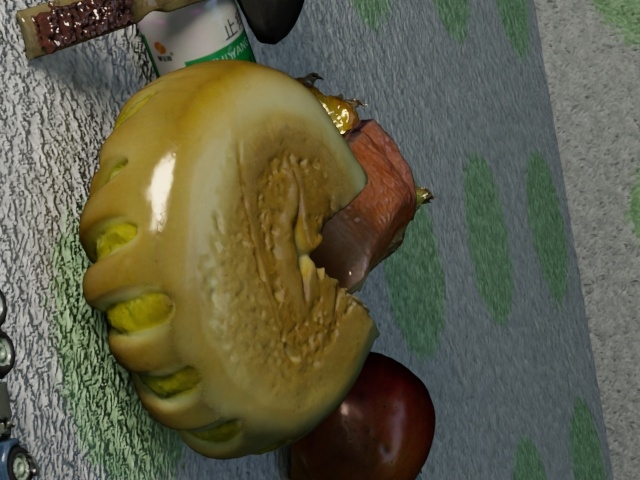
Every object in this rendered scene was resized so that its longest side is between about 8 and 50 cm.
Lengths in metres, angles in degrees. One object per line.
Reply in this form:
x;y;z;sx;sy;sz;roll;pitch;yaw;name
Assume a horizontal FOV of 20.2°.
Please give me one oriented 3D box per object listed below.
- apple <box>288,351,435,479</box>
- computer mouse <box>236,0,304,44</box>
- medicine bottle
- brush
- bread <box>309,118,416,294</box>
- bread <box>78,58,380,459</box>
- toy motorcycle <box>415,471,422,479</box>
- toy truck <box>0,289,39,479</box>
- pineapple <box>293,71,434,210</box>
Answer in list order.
0.043;0.199;1.832;0.156;0.147;0.158;91;4;-56;apple
-0.070;-0.304;1.684;0.137;0.086;0.269;68;-4;-60;computer mouse
-0.106;-0.160;1.645;0.095;0.095;0.260;-70;145;-55;medicine bottle
-0.151;-0.200;1.490;0.248;0.036;0.043;-27;110;-47;brush
-0.007;0.008;1.724;0.123;0.190;0.244;42;35;2;bread
-0.085;0.016;1.500;0.333;0.160;0.333;5;84;-53;bread
0.096;0.373;1.910;0.206;0.154;0.260;-41;104;-46;toy motorcycle
-0.244;0.090;1.157;0.088;0.074;0.201;-13;93;-66;toy truck
0.041;-0.061;1.930;0.140;0.164;0.249;-1;78;-79;pineapple
